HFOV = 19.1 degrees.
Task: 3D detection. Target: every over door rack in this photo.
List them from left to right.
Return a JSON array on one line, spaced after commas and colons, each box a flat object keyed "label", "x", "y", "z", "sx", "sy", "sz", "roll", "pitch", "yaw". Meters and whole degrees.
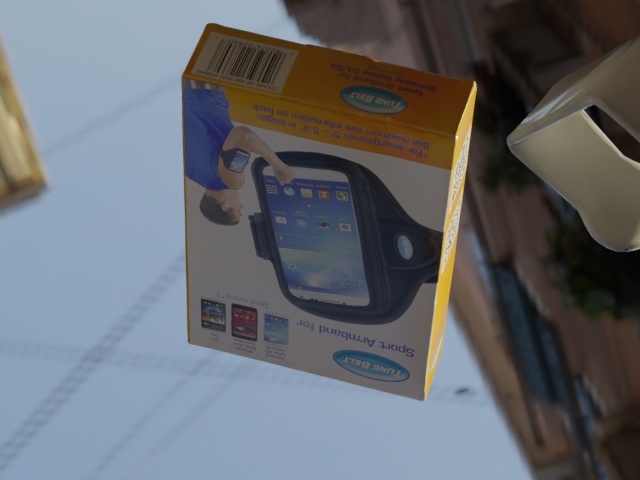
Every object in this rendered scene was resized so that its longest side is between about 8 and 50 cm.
[{"label": "over door rack", "x": 0.078, "y": 0.146, "z": 0.461, "sx": 0.239, "sy": 0.324, "sz": 0.108, "roll": -48, "pitch": -161, "yaw": -17}]

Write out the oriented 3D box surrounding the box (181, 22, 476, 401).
[{"label": "box", "x": 0.000, "y": 0.000, "z": 0.580, "sx": 0.081, "sy": 0.136, "sz": 0.028, "roll": 13, "pitch": -133, "yaw": 10}]
